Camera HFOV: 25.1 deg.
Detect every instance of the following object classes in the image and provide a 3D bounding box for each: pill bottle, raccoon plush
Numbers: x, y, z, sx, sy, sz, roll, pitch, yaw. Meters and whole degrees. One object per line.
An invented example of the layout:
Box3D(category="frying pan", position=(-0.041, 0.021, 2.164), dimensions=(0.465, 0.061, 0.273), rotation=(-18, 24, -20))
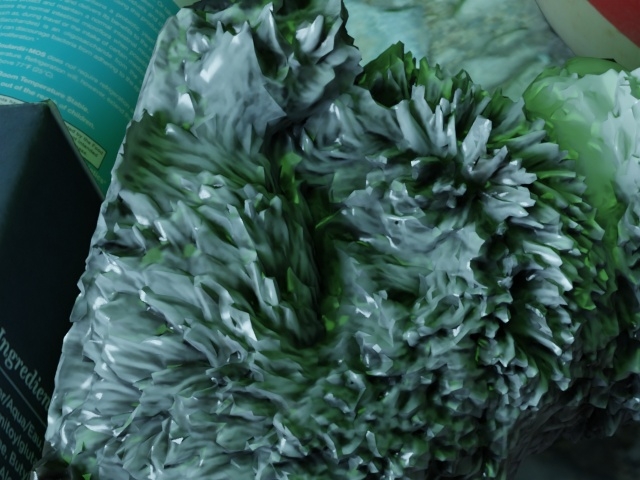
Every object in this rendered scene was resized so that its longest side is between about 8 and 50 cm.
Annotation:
Box3D(category="pill bottle", position=(-0.151, -0.083, 0.835), dimensions=(0.146, 0.146, 0.264), rotation=(3, 52, 22))
Box3D(category="raccoon plush", position=(0.046, 0.105, 0.547), dimensions=(0.299, 0.216, 0.446), rotation=(16, 73, -3))

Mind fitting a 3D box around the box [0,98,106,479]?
Box3D(category="box", position=(-0.254, 0.159, 0.617), dimensions=(0.294, 0.212, 0.395), rotation=(-4, 50, 17))

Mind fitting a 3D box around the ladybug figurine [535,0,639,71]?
Box3D(category="ladybug figurine", position=(0.277, -0.186, 0.763), dimensions=(0.305, 0.162, 0.449), rotation=(-39, 49, -15))
